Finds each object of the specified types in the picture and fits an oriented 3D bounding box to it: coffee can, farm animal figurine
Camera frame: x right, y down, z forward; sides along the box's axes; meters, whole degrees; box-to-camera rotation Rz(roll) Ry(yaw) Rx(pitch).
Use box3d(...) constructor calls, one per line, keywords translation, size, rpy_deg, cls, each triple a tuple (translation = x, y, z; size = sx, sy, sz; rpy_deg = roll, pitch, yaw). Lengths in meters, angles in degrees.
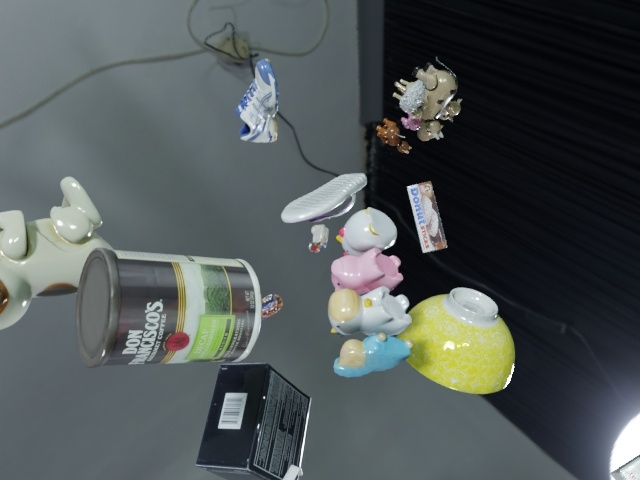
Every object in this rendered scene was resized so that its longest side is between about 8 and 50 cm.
box3d(translation=(-0.274, 0.122, 1.098), size=(0.275, 0.201, 0.202), rpy_deg=(6, 115, -36), cls="coffee can")
box3d(translation=(0.352, -0.418, 1.935), size=(0.330, 0.172, 0.327), rpy_deg=(-40, 162, -30), cls="farm animal figurine")

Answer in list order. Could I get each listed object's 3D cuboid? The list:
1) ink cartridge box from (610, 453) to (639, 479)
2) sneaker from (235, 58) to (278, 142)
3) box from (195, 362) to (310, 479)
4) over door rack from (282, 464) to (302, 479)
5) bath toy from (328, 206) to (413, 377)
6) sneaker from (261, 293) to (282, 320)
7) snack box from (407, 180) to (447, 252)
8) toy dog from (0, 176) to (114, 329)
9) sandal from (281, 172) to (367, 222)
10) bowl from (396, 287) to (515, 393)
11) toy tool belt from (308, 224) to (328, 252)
box3d(translation=(0.632, 0.442, 1.131), size=(0.135, 0.099, 0.056), rpy_deg=(-27, 157, -8), cls="ink cartridge box")
box3d(translation=(-0.205, -0.432, 1.932), size=(0.130, 0.112, 0.296), rpy_deg=(-6, 134, -12), cls="sneaker")
box3d(translation=(-0.185, 0.552, 1.773), size=(0.294, 0.182, 0.296), rpy_deg=(52, 39, -47), cls="box")
box3d(translation=(0.035, 0.604, 1.140), size=(0.108, 0.239, 0.324), rpy_deg=(-42, 134, -50), cls="over door rack")
box3d(translation=(0.080, 0.086, 1.170), size=(0.151, 0.348, 0.129), rpy_deg=(25, 133, -24), cls="bath toy")
box3d(translation=(-0.230, 0.263, 2.129), size=(0.221, 0.083, 0.087), rpy_deg=(-23, 168, 0), cls="sneaker")
box3d(translation=(0.276, -0.061, 1.577), size=(0.064, 0.178, 0.022), rpy_deg=(-14, 174, 6), cls="snack box")
box3d(translation=(-0.794, 0.084, 1.654), size=(0.408, 0.284, 0.395), rpy_deg=(-36, 98, -38), cls="toy dog")
box3d(translation=(0.039, -0.123, 2.029), size=(0.416, 0.169, 0.102), rpy_deg=(-34, 117, -44), cls="sandal")
box3d(translation=(0.337, 0.206, 1.434), size=(0.289, 0.289, 0.156), rpy_deg=(-12, 126, -44), cls="bowl")
box3d(translation=(0.000, 0.000, 1.688), size=(0.051, 0.052, 0.083), rpy_deg=(45, 50, -60), cls="toy tool belt")
